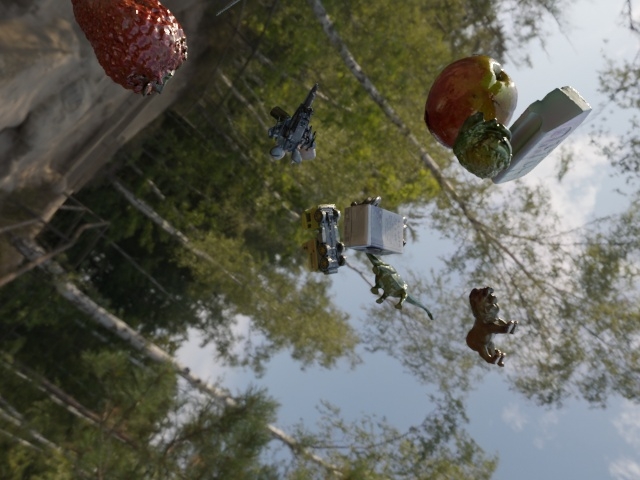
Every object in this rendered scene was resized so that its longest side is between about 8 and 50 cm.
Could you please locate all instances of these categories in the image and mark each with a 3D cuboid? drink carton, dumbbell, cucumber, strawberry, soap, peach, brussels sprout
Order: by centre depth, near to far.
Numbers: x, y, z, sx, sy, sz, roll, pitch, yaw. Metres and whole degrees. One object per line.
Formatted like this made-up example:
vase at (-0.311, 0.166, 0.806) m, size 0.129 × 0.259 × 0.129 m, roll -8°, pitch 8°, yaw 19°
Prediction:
brussels sprout at (0.394, -0.223, 1.253) m, size 0.139 × 0.181 × 0.100 m, roll 4°, pitch -108°, yaw 27°
strawberry at (-0.552, -0.605, 1.484) m, size 0.267 × 0.351 × 0.312 m, roll -52°, pitch -163°, yaw -16°
drink carton at (0.180, -0.030, 1.698) m, size 0.102 × 0.222 × 0.134 m, roll -9°, pitch -105°, yaw 40°
soap at (0.721, -0.350, 1.739) m, size 0.208 × 0.115 × 0.347 m, roll -18°, pitch 157°, yaw -31°
cucumber at (-0.139, -0.465, 1.948) m, size 0.048 × 0.105 × 0.048 m, roll -43°, pitch 158°, yaw -22°
peach at (0.584, -0.543, 2.064) m, size 0.370 × 0.370 × 0.370 m, roll -37°, pitch -154°, yaw 22°
dumbbell at (0.245, -0.071, 2.193) m, size 0.192 × 0.290 × 0.192 m, roll -48°, pitch 170°, yaw -11°

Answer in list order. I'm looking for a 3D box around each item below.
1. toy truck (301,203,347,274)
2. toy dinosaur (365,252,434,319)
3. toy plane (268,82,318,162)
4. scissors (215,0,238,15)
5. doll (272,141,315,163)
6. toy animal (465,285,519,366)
toy truck at (0.000, 0.000, 2.040) m, size 0.157 × 0.124 × 0.272 m, roll -8°, pitch -91°, yaw 40°
toy dinosaur at (0.272, 0.136, 1.845) m, size 0.087 × 0.447 × 0.301 m, roll -27°, pitch -178°, yaw 32°
toy plane at (-0.059, -0.355, 1.562) m, size 0.246 × 0.169 × 0.078 m, roll -57°, pitch -142°, yaw 28°
scissors at (-0.183, -0.612, 1.275) m, size 0.189 × 0.015 × 0.100 m, roll -29°, pitch -128°, yaw 11°
doll at (-0.115, -0.361, 2.060) m, size 0.160 × 0.059 × 0.161 m, roll -21°, pitch -131°, yaw -10°
toy animal at (0.503, 0.265, 1.565) m, size 0.097 × 0.312 × 0.157 m, roll -31°, pitch -130°, yaw -31°
